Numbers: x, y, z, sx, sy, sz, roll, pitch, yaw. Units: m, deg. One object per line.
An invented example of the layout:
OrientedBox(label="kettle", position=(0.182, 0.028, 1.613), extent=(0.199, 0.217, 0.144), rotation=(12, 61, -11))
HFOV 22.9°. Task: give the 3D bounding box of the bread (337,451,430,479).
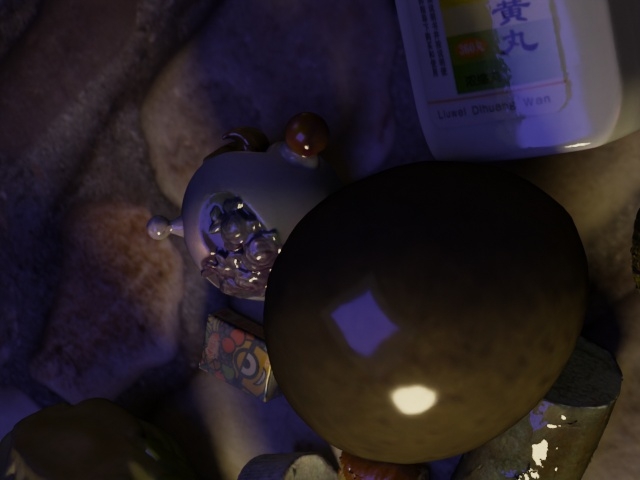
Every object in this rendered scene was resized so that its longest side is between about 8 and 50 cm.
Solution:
OrientedBox(label="bread", position=(0.056, 0.212, 1.407), extent=(0.083, 0.036, 0.047), rotation=(18, 110, 30))

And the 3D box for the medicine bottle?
OrientedBox(label="medicine bottle", position=(0.135, -0.225, 1.164), extent=(0.179, 0.124, 0.324), rotation=(-4, 99, 40))

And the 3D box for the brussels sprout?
OrientedBox(label="brussels sprout", position=(-0.223, 0.325, 1.526), extent=(0.328, 0.247, 0.328), rotation=(14, 115, 33))

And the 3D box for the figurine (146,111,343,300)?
OrientedBox(label="figurine", position=(0.003, 0.010, 1.338), extent=(0.274, 0.133, 0.194), rotation=(35, 134, 9))

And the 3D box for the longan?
OrientedBox(label="longan", position=(0.071, 0.055, 1.165), extent=(0.246, 0.246, 0.215), rotation=(-19, 62, 39))

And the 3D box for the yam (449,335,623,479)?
OrientedBox(label="yam", position=(0.153, 0.200, 1.287), extent=(0.106, 0.106, 0.259), rotation=(34, 121, 25))

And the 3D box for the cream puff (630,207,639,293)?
OrientedBox(label="cream puff", position=(0.298, 0.005, 1.100), extent=(0.169, 0.183, 0.183), rotation=(13, 113, 59))

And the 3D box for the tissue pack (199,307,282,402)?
OrientedBox(label="tissue pack", position=(-0.070, 0.106, 1.473), extent=(0.083, 0.035, 0.063), rotation=(26, 118, 31))

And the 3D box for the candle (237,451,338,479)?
OrientedBox(label="candle", position=(-0.023, 0.296, 1.430), extent=(0.068, 0.192, 0.168), rotation=(-11, 140, 38))
